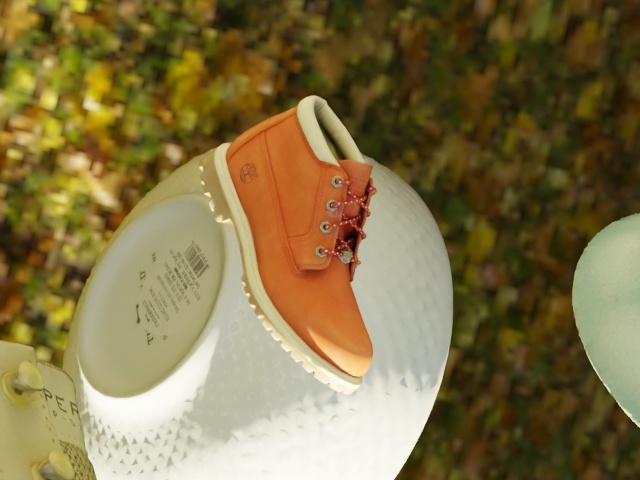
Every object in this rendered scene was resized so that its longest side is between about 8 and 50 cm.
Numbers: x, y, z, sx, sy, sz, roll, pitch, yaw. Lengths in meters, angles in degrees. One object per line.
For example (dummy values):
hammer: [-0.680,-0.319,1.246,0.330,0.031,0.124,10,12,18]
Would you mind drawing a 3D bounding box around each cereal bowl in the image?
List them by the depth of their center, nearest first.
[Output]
cereal bowl: [-0.075,0.067,1.424,0.141,0.339,0.339,30,75,-38]

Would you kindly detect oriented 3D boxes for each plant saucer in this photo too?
plant saucer: [0.219,0.044,0.962,0.195,0.195,0.037,-45,165,-47]

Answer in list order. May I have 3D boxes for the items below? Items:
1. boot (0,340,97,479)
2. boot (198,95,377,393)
boot: [-0.039,0.115,0.502,0.095,0.262,0.203,86,-10,-55]
boot: [0.000,0.000,1.031,0.059,0.084,0.158,13,47,-59]
